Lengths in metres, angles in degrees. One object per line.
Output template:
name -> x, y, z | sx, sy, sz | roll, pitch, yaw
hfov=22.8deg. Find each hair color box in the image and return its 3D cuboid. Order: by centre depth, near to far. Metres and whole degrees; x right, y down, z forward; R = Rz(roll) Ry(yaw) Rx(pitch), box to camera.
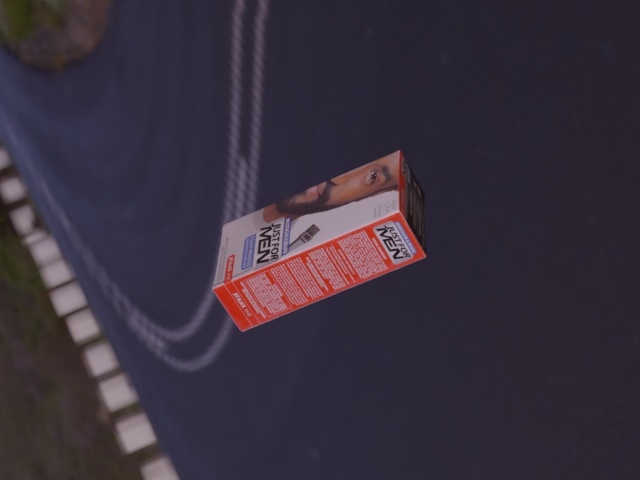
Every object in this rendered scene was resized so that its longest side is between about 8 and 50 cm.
hair color box -> 0.000, 0.000, 1.271 | 0.053, 0.167, 0.093 | 59, -161, -29
